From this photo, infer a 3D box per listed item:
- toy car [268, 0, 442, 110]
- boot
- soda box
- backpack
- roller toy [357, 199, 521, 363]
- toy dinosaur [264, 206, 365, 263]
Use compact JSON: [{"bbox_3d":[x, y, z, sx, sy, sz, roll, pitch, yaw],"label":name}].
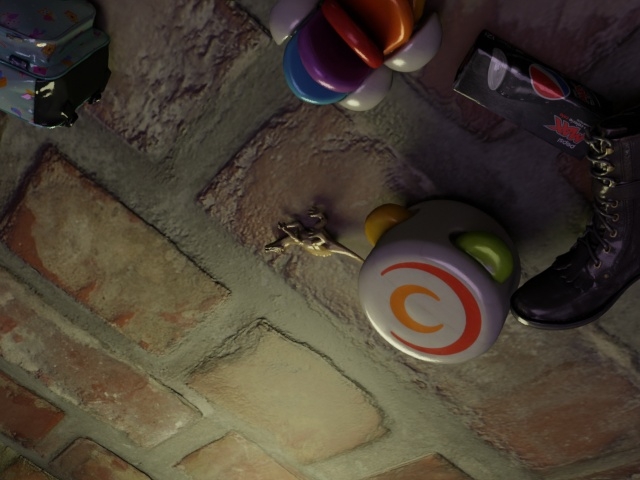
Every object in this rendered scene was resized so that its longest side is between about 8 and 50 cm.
[{"bbox_3d":[0.029,-0.215,0.707,0.159,0.136,0.182,42,131,-16],"label":"toy car"},{"bbox_3d":[0.312,-0.035,0.730,0.263,0.091,0.229,-27,129,-1],"label":"boot"},{"bbox_3d":[0.233,-0.159,0.729,0.169,0.053,0.060,28,134,-3],"label":"soda box"},{"bbox_3d":[-0.379,-0.242,0.829,0.188,0.166,0.144,16,131,3],"label":"backpack"},{"bbox_3d":[0.156,0.050,0.877,0.209,0.146,0.191,7,125,27],"label":"roller toy"},{"bbox_3d":[0.000,0.000,0.975,0.183,0.053,0.093,11,148,23],"label":"toy dinosaur"}]
